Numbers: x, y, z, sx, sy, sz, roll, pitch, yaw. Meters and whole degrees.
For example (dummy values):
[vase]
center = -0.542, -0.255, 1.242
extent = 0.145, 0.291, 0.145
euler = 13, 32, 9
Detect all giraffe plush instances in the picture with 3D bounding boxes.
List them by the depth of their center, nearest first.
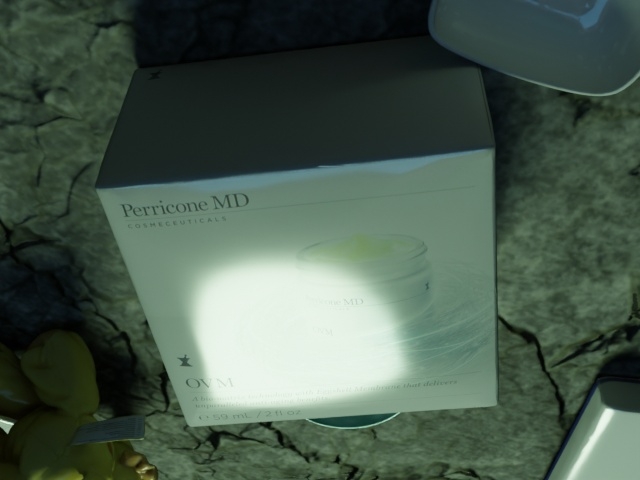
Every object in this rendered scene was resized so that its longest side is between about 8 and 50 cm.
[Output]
[giraffe plush]
center = -0.215, 0.192, 0.752
extent = 0.210, 0.181, 0.170
euler = 6, 146, 20

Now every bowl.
[bowl]
center = 0.141, -0.161, 0.498
extent = 0.142, 0.053, 0.142
euler = 16, 129, -11

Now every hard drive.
[hard drive]
center = 0.325, 0.259, 0.868
extent = 0.210, 0.040, 0.318
euler = 6, 131, -4

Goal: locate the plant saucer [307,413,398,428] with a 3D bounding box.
[plant saucer]
center = 0.023, 0.121, 0.769
extent = 0.119, 0.021, 0.119
euler = 1, 131, 1

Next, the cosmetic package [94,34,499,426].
[cosmetic package]
center = 0.000, 0.000, 0.589
extent = 0.224, 0.138, 0.224
euler = -6, 129, 7

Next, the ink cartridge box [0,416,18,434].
[ink cartridge box]
center = -0.335, 0.186, 0.840
extent = 0.145, 0.045, 0.179
euler = -35, 140, 27
